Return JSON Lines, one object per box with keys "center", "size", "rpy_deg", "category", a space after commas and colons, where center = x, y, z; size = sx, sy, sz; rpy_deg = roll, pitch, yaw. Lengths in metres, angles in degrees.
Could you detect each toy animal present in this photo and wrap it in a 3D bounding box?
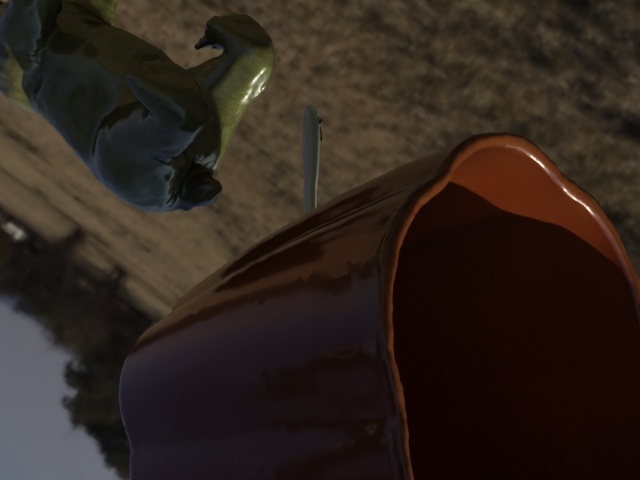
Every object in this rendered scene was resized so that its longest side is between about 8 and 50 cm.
{"center": [-0.115, -0.086, 0.633], "size": [0.218, 0.101, 0.103], "rpy_deg": [37, -144, 27], "category": "toy animal"}

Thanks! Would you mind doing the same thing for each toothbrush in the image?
{"center": [0.000, 0.000, 1.009], "size": [0.026, 0.263, 0.022], "rpy_deg": [0, 148, -3], "category": "toothbrush"}

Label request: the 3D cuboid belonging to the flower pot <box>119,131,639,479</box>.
{"center": [0.022, 0.067, 0.518], "size": [0.173, 0.191, 0.190], "rpy_deg": [-14, 137, 42], "category": "flower pot"}
